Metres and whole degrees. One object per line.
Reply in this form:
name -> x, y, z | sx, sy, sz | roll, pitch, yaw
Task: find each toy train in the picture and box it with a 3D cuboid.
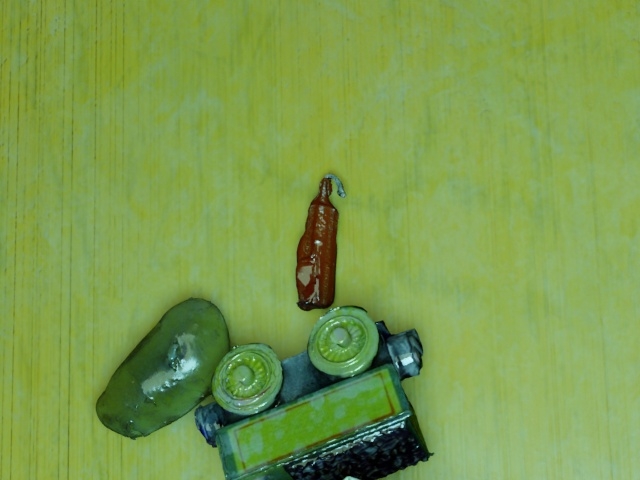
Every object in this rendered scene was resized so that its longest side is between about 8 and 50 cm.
toy train -> -0.001, 0.188, 1.662 | 0.261, 0.134, 0.177 | -22, 55, 5

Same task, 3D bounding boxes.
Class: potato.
potato -> -0.177, 0.151, 1.748 | 0.188, 0.085, 0.105 | -41, 71, 4

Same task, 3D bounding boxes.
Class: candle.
candle -> 0.000, 0.000, 1.767 | 0.053, 0.048, 0.162 | 10, 76, -17

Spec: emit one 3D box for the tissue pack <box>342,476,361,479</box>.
tissue pack -> 0.077, 0.336, 1.578 | 0.159, 0.234, 0.125 | 34, 86, 16
